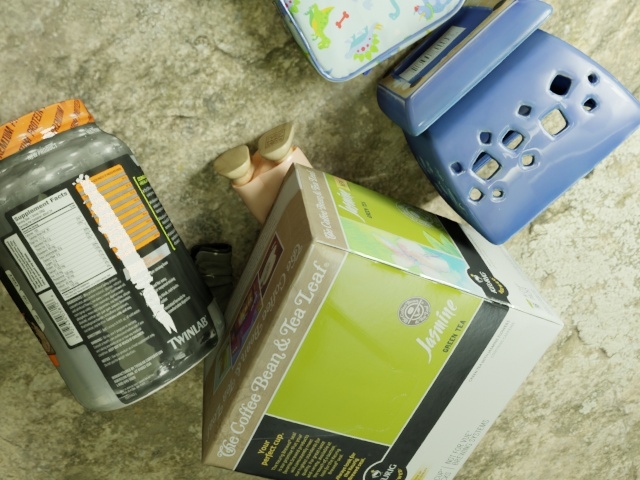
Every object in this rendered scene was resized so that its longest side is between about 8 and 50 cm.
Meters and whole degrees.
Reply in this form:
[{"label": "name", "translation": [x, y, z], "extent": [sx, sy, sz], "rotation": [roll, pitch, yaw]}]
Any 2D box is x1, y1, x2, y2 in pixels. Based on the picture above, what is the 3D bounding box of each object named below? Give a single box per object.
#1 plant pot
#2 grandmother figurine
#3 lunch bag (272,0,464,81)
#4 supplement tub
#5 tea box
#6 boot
[{"label": "plant pot", "translation": [0.211, -0.169, 0.857], "extent": [0.236, 0.236, 0.212], "rotation": [-42, 110, 9]}, {"label": "grandmother figurine", "translation": [0.000, 0.000, 0.971], "extent": [0.208, 0.104, 0.342], "rotation": [-19, 123, 20]}, {"label": "lunch bag", "translation": [0.056, -0.308, 0.829], "extent": [0.219, 0.090, 0.176], "rotation": [-32, 117, 4]}, {"label": "supplement tub", "translation": [-0.277, 0.017, 0.826], "extent": [0.207, 0.207, 0.338], "rotation": [-27, 100, 2]}, {"label": "tea box", "translation": [0.053, 0.129, 0.868], "extent": [0.323, 0.220, 0.329], "rotation": [19, 114, -19]}, {"label": "boot", "translation": [-0.232, 0.094, 0.986], "extent": [0.246, 0.083, 0.161], "rotation": [-17, 108, -6]}]
